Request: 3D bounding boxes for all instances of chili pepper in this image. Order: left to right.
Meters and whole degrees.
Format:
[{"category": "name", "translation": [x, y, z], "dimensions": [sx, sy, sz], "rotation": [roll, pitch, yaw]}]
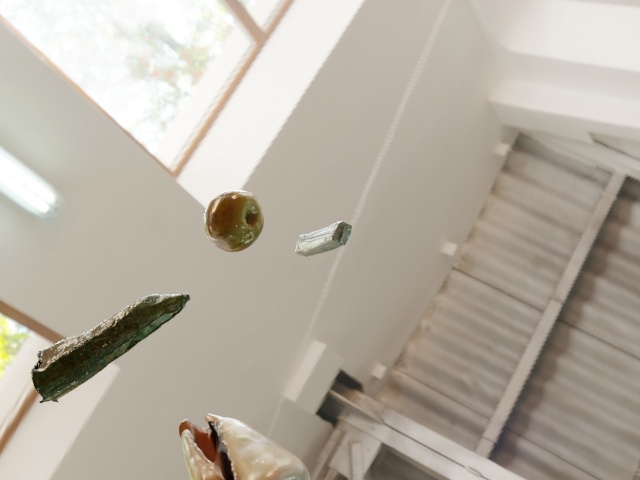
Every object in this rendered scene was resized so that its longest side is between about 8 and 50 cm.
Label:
[{"category": "chili pepper", "translation": [-0.254, 0.122, 1.025], "dimensions": [0.226, 0.059, 0.088], "rotation": [-29, -154, 14]}]

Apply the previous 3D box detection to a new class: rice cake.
[{"category": "rice cake", "translation": [0.000, 0.000, 1.568], "dimensions": [0.211, 0.034, 0.043], "rotation": [-19, -131, 65]}]

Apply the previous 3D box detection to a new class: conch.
[{"category": "conch", "translation": [-0.114, 0.343, 1.191], "dimensions": [0.158, 0.127, 0.255], "rotation": [-13, -161, -26]}]

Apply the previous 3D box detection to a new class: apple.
[{"category": "apple", "translation": [-0.116, -0.027, 1.119], "dimensions": [0.071, 0.084, 0.084], "rotation": [-12, -127, 49]}]
